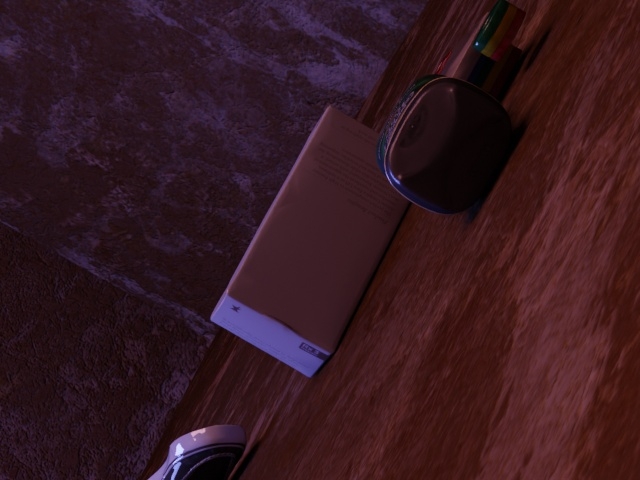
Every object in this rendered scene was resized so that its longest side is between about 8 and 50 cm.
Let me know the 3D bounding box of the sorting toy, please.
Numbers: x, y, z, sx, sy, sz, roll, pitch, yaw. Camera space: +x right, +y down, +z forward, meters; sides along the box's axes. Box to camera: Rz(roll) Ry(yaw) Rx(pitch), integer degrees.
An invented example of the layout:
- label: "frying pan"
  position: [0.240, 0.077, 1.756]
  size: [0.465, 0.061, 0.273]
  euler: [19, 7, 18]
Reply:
- label: "sorting toy"
  position: [0.116, -0.113, 1.689]
  size: [0.132, 0.046, 0.274]
  euler: [-61, 4, -9]

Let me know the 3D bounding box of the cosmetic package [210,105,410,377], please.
- label: "cosmetic package"
  position: [0.000, 0.000, 1.883]
  size: [0.231, 0.117, 0.085]
  euler: [-61, 3, -26]

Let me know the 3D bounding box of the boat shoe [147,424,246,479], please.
- label: "boat shoe"
  position: [-0.132, 0.262, 2.093]
  size: [0.219, 0.078, 0.070]
  euler: [-51, 44, 50]

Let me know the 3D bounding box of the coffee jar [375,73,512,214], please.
- label: "coffee jar"
  position: [0.090, -0.073, 1.477]
  size: [0.096, 0.079, 0.184]
  euler: [-60, 4, 4]
